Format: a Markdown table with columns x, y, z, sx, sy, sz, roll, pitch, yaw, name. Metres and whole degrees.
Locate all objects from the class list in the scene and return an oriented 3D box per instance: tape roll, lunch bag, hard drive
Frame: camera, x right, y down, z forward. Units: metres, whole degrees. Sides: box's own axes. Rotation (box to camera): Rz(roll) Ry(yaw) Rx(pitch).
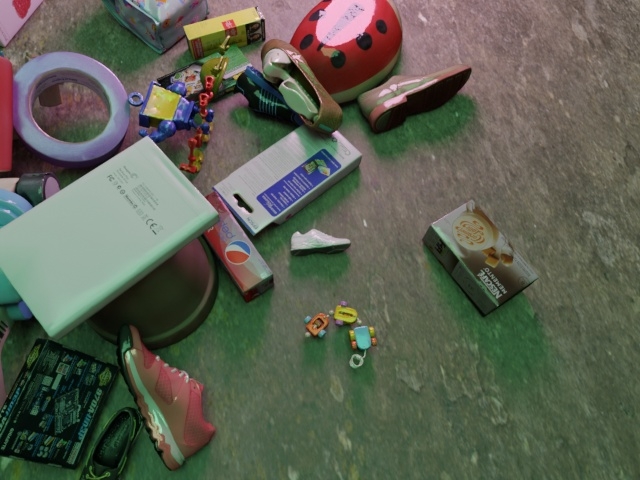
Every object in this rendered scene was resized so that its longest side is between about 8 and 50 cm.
| x | y | z | sx | sy | sz | roll | pitch | yaw | name |
| --- | --- | --- | --- | --- | --- | --- | --- | --- | --- |
| -0.630 | -0.326 | 1.293 | 0.274 | 0.090 | 0.275 | 2 | 85 | -24 | tape roll |
| -0.498 | -0.721 | 1.507 | 0.262 | 0.160 | 0.223 | 37 | 70 | 6 | lunch bag |
| -0.400 | -0.018 | 0.952 | 0.353 | 0.047 | 0.233 | -39 | 74 | -19 | hard drive |

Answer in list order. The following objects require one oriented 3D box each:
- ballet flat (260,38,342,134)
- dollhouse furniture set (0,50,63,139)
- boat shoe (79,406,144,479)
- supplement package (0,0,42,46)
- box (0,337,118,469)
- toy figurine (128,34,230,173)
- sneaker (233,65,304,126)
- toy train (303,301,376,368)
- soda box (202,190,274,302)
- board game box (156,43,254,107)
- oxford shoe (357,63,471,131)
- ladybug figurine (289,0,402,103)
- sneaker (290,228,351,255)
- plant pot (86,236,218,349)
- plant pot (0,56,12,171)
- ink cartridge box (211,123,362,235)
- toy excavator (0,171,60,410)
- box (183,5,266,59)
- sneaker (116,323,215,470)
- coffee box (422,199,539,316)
| x | y | z | sx | sy | sz | roll | pitch | yaw | name |
| --- | --- | --- | --- | --- | --- | --- | --- | --- | --- |
| -0.077 | -0.411 | 1.340 | 0.124 | 0.116 | 0.342 | -16 | 66 | -53 | ballet flat |
| -0.885 | -0.412 | 1.396 | 0.286 | 0.198 | 0.303 | -17 | 34 | -33 | dollhouse furniture set |
| -0.436 | 0.450 | 1.034 | 0.081 | 0.069 | 0.228 | 17 | 66 | 4 | boat shoe |
| -0.945 | -0.746 | 1.477 | 0.175 | 0.178 | 0.293 | 19 | 67 | 5 | supplement package |
| -0.532 | 0.329 | 1.029 | 0.051 | 0.175 | 0.221 | -3 | 60 | 37 | box |
| -0.379 | -0.372 | 1.312 | 0.217 | 0.191 | 0.363 | 14 | 71 | -6 | toy figurine |
| -0.137 | -0.379 | 1.425 | 0.232 | 0.081 | 0.090 | 40 | 114 | -3 | sneaker |
| 0.048 | 0.216 | 1.184 | 0.166 | 0.046 | 0.125 | 38 | 70 | 16 | toy train |
| -0.216 | 0.014 | 1.229 | 0.083 | 0.092 | 0.263 | -33 | 72 | -15 | soda box |
| -0.322 | -0.465 | 1.473 | 0.259 | 0.030 | 0.136 | -30 | 69 | -16 | board game box |
| 0.267 | -0.437 | 1.449 | 0.348 | 0.123 | 0.130 | -26 | 65 | -15 | oxford shoe |
| 0.074 | -0.581 | 1.476 | 0.305 | 0.162 | 0.450 | 30 | 68 | 9 | ladybug figurine |
| 0.000 | 0.000 | 1.271 | 0.152 | 0.054 | 0.061 | -2 | 63 | -4 | sneaker |
| -0.396 | 0.050 | 1.102 | 0.322 | 0.280 | 0.324 | 2 | 66 | -4 | plant pot |
| -0.799 | -0.261 | 1.103 | 0.274 | 0.275 | 0.244 | -7 | 100 | -7 | plant pot |
| -0.082 | -0.170 | 1.336 | 0.370 | 0.069 | 0.176 | -38 | 74 | -20 | ink cartridge box |
| -0.675 | 0.129 | 1.060 | 0.222 | 0.433 | 0.445 | -3 | 38 | -5 | toy excavator |
| -0.280 | -0.613 | 1.510 | 0.232 | 0.087 | 0.058 | -20 | 69 | -13 | box |
| -0.321 | 0.305 | 1.063 | 0.136 | 0.116 | 0.314 | -24 | 96 | -27 | sneaker |
| 0.385 | 0.043 | 1.250 | 0.141 | 0.098 | 0.247 | -29 | 71 | -15 | coffee box |
